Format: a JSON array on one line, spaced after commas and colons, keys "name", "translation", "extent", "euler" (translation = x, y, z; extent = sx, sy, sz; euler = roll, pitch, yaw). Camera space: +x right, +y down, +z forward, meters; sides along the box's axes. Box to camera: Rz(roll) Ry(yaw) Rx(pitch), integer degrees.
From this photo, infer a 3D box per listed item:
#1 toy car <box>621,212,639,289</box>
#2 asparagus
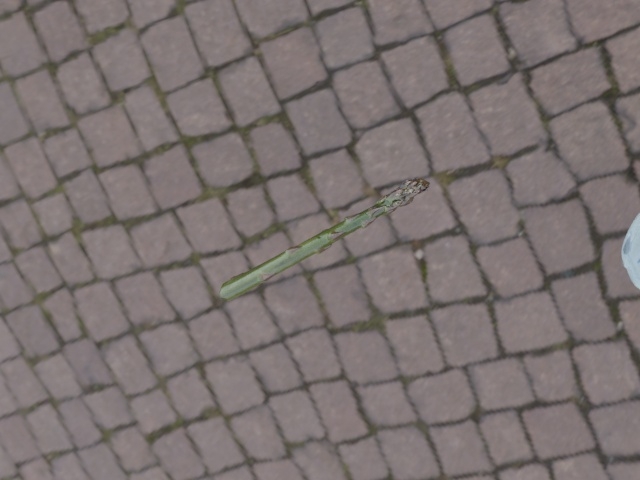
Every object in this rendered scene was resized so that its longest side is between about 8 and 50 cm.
[{"name": "toy car", "translation": [0.342, -0.031, 0.963], "extent": [0.205, 0.056, 0.095], "euler": [-41, 51, 6]}, {"name": "asparagus", "translation": [0.000, 0.000, 1.132], "extent": [0.248, 0.024, 0.025], "euler": [-29, 57, 23]}]
